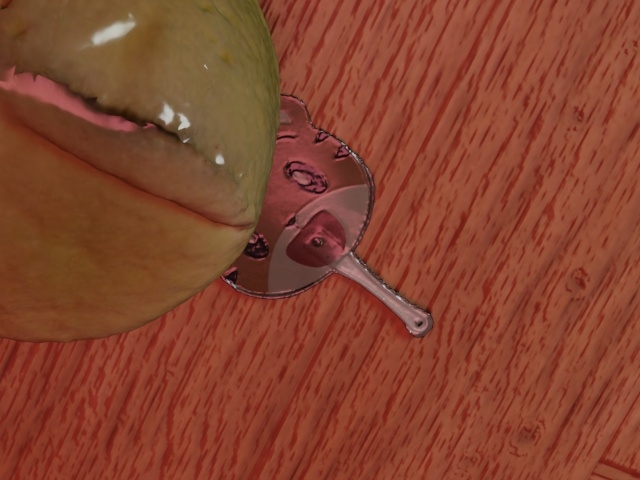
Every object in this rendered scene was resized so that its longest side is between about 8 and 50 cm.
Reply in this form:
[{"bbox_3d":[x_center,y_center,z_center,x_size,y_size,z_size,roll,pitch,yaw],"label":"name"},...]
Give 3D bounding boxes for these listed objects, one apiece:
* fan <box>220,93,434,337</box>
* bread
[{"bbox_3d":[0.000,0.000,1.446,0.227,0.008,0.152,38,106,-16],"label":"fan"},{"bbox_3d":[-0.183,-0.091,1.280,0.321,0.237,0.320,3,131,4],"label":"bread"}]
